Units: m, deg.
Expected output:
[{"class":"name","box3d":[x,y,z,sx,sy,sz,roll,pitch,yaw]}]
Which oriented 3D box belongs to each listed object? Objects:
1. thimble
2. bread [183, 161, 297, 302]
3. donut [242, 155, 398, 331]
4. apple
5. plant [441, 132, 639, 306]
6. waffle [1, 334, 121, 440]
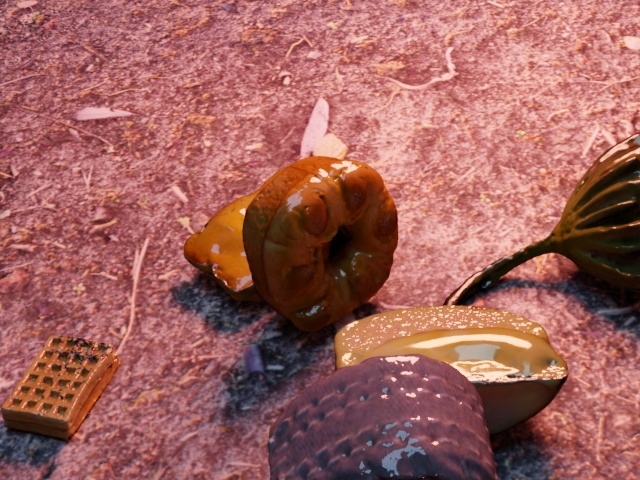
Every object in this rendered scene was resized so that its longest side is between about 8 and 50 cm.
[{"class":"thimble","box3d":[0.065,0.238,1.344,0.236,0.205,0.172,-5,39,3]},{"class":"bread","box3d":[-0.066,-0.005,1.782,0.233,0.088,0.161,-33,39,-24]},{"class":"donut","box3d":[0.002,0.000,1.651,0.226,0.226,0.114,-32,36,-27]},{"class":"apple","box3d":[0.149,0.151,1.515,0.265,0.120,0.193,-2,26,5]},{"class":"plant","box3d":[0.313,-0.021,1.667,0.333,0.180,0.251,-5,27,11]},{"class":"waffle","box3d":[-0.327,0.183,1.625,0.102,0.042,0.148,6,40,19]}]
